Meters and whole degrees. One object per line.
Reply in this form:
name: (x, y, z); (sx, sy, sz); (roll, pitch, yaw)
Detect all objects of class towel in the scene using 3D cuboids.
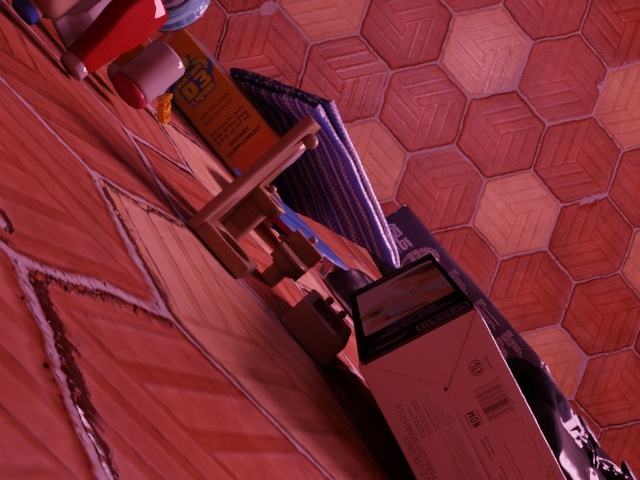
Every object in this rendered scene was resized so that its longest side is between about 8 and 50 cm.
towel: (-0.022, -0.102, 1.472); (0.336, 0.040, 0.243); (31, -30, 61)

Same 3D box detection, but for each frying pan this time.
frying pan: (0.125, 0.147, 1.377); (0.326, 0.053, 0.197); (44, 6, -11)

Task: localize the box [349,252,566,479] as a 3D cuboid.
box: (0.099, 0.116, 0.849); (0.169, 0.087, 0.290); (62, 3, -6)

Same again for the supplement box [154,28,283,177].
supplement box: (-0.134, -0.174, 1.432); (0.233, 0.078, 0.080); (49, 6, 22)

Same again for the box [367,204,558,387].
box: (0.222, 0.170, 1.531); (0.318, 0.097, 0.395); (55, 0, -38)

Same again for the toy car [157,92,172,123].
toy car: (-0.185, -0.158, 1.188); (0.122, 0.060, 0.041); (-92, -173, -58)

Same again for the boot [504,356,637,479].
boot: (0.320, 0.305, 1.278); (0.445, 0.146, 0.367); (43, 8, -18)

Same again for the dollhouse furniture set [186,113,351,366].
dollhouse furniture set: (0.000, 0.000, 0.895); (0.151, 0.123, 0.144); (48, 4, 2)

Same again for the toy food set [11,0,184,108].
toy food set: (-0.200, -0.180, 0.933); (0.111, 0.104, 0.232); (35, -21, 29)

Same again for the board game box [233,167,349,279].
board game box: (-0.043, -0.013, 1.220); (0.169, 0.033, 0.133); (45, 7, 38)

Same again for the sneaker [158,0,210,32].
sneaker: (-0.214, -0.298, 1.006); (0.261, 0.104, 0.125); (25, -24, 8)

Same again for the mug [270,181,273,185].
mug: (-0.043, -0.140, 1.685); (0.097, 0.157, 0.129); (96, -26, -70)
